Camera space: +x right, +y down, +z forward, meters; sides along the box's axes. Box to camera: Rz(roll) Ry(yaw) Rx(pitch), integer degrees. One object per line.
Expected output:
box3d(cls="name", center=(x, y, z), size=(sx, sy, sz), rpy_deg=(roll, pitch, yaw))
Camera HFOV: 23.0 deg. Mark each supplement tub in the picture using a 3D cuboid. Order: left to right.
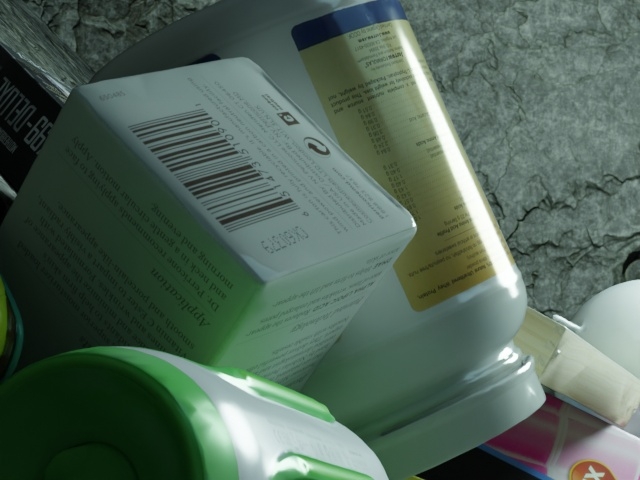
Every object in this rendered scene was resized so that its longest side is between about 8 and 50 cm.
box3d(cls="supplement tub", center=(0.000, 0.000, 1.051), size=(0.228, 0.228, 0.316), rpy_deg=(-3, 70, -86))

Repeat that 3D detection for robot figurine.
box3d(cls="robot figurine", center=(0.384, 0.173, 1.732), size=(0.300, 0.200, 0.353), rpy_deg=(-5, -32, 35))

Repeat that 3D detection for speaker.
box3d(cls="speaker", center=(-0.051, 0.126, 0.727), size=(0.131, 0.131, 0.296), rpy_deg=(45, 3, 21))

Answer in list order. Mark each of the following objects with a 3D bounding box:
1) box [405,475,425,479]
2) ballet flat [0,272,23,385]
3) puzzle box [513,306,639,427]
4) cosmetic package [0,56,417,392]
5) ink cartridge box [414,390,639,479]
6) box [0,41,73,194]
box3d(cls="box", center=(0.060, 0.206, 1.134), size=(0.087, 0.058, 0.232), rpy_deg=(43, -17, -32))
box3d(cls="ballet flat", center=(-0.217, 0.003, 0.832), size=(0.077, 0.077, 0.231), rpy_deg=(15, 19, -29))
box3d(cls="puzzle box", center=(0.145, 0.071, 1.453), size=(0.272, 0.052, 0.409), rpy_deg=(29, -1, 24))
box3d(cls="cosmetic package", center=(-0.078, 0.020, 0.872), size=(0.151, 0.184, 0.151), rpy_deg=(46, 34, 17))
box3d(cls="ink cartridge box", center=(0.247, 0.259, 1.508), size=(0.371, 0.176, 0.069), rpy_deg=(27, -32, 15))
box3d(cls="box", center=(-0.135, -0.026, 1.288), size=(0.307, 0.076, 0.242), rpy_deg=(32, 6, -45))
